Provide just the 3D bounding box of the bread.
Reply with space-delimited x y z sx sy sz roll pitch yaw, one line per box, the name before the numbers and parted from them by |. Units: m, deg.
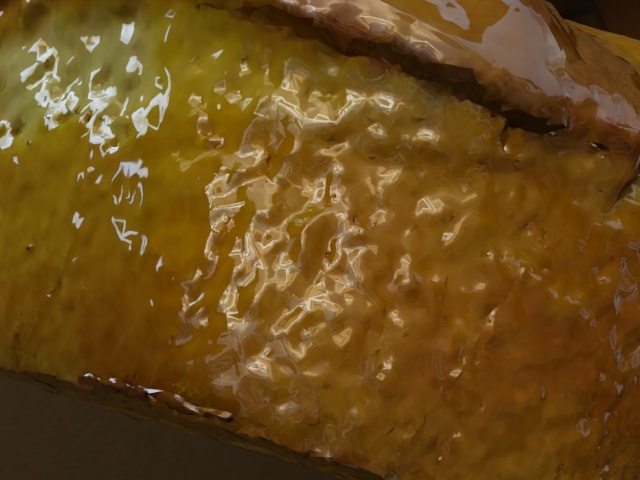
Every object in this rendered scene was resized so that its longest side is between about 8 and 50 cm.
bread | 0.000 0.000 0.645 0.398 0.398 0.215 24 -102 -34
